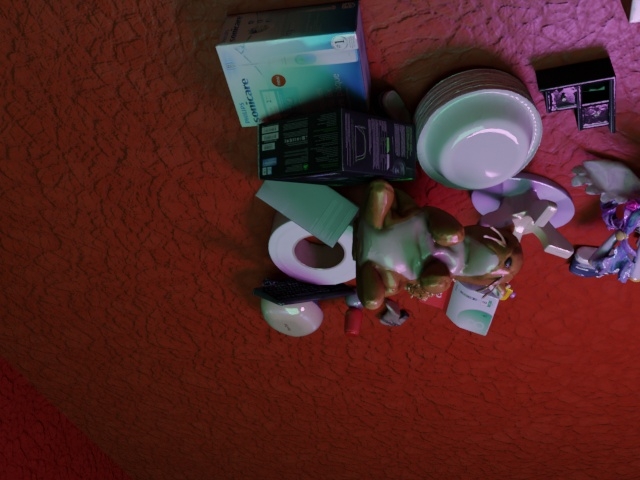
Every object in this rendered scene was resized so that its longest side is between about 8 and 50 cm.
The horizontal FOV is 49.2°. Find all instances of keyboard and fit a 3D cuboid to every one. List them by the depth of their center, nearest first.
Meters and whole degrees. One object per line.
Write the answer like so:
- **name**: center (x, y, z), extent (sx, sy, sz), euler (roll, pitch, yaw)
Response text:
- **keyboard**: center (-0.063, 0.133, 2.012), extent (0.202, 0.033, 0.317), euler (17, -166, 41)

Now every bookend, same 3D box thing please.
- **bookend**: center (0.564, -0.306, 1.546), extent (0.157, 0.072, 0.156), euler (-7, 137, 15)

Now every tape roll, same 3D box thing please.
- **tape roll**: center (0.000, 0.000, 1.940), extent (0.286, 0.100, 0.286), euler (3, 138, 3)

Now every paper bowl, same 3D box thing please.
- **paper bowl**: center (0.356, -0.230, 1.579), extent (0.284, 0.148, 0.284), euler (-3, 134, -3)

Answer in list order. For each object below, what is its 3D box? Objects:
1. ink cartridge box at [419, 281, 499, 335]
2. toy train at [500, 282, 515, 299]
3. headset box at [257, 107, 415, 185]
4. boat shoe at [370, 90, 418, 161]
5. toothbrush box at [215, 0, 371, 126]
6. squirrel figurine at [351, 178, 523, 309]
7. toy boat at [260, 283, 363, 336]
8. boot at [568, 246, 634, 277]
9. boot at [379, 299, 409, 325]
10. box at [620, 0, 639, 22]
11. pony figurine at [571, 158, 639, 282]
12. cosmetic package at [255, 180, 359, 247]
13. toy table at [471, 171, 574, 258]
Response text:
- **ink cartridge box**: center (0.406, 0.179, 2.075), extent (0.225, 0.056, 0.181), euler (16, 138, 12)
- **toy train**: center (0.503, 0.124, 2.054), extent (0.166, 0.046, 0.125), euler (-26, 114, 37)
- **headset box**: center (0.045, -0.197, 1.558), extent (0.246, 0.131, 0.283), euler (-1, 179, 41)
- **boat shoe**: center (0.179, -0.270, 1.654), extent (0.065, 0.075, 0.206), euler (6, 144, 40)
- **toothbrush box**: center (-0.050, -0.377, 1.512), extent (0.296, 0.126, 0.216), euler (-1, 138, 11)
- **squirrel figurine**: center (0.269, 0.019, 1.648), extent (0.371, 0.281, 0.397), euler (3, 178, -5)
- **toy boat**: center (-0.021, 0.208, 2.149), extent (0.318, 0.148, 0.267), euler (5, 155, 8)
- **boot**: center (0.793, 0.069, 1.942), extent (0.190, 0.069, 0.086), euler (12, 145, 6)
- **boot**: center (0.221, 0.236, 2.214), extent (0.118, 0.042, 0.087), euler (36, 133, -28)
- **box**: center (0.592, -0.496, 1.259), extent (0.091, 0.170, 0.130), euler (-3, 136, 11)
- **pony figurine**: center (0.787, -0.061, 1.680), extent (0.351, 0.303, 0.363), euler (-16, 140, -23)
- **cosmetic package**: center (-0.033, -0.097, 1.752), extent (0.238, 0.107, 0.127), euler (36, 90, 1)
- **toy table**: center (0.517, -0.054, 1.766), extent (0.274, 0.160, 0.252), euler (9, 138, 0)
